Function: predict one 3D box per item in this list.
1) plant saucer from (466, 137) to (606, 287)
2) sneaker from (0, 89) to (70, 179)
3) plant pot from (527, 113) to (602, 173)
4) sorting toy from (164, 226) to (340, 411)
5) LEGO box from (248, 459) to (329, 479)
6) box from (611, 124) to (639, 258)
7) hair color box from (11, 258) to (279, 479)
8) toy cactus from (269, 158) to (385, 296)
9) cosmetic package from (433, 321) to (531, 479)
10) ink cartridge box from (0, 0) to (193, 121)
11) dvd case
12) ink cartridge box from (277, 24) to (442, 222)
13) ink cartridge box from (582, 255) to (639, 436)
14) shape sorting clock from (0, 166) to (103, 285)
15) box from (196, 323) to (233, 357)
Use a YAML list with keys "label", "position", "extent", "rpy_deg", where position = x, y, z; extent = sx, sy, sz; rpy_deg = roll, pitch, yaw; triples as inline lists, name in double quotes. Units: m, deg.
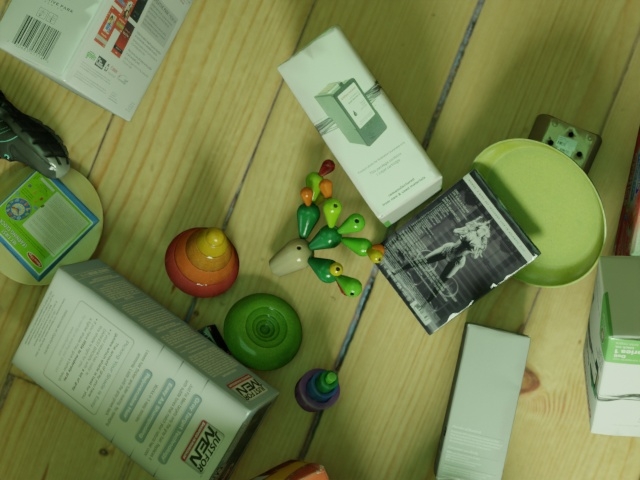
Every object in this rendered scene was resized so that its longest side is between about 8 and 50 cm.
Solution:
- label: "plant saucer"
  position: [0.325, -0.045, 1.519]
  extent: [0.037, 0.241, 0.241]
  rpy_deg: [-31, 81, -40]
- label: "sneaker"
  position: [-0.522, -0.173, 1.663]
  extent: [0.267, 0.101, 0.106]
  rpy_deg: [39, 102, 15]
- label: "plant pot"
  position: [0.368, -0.133, 1.552]
  extent: [0.109, 0.096, 0.109]
  rpy_deg: [24, 90, 7]
- label: "sorting toy"
  position: [-0.092, 0.105, 1.554]
  extent: [0.127, 0.126, 0.365]
  rpy_deg: [-38, 82, -27]
- label: "LEGO box"
  position: [-0.161, 0.574, 1.358]
  extent: [0.500, 0.193, 0.372]
  rpy_deg: [-24, 87, -18]
- label: "box"
  position: [0.543, -0.102, 1.503]
  extent: [0.142, 0.154, 0.299]
  rpy_deg: [13, 87, 7]
- label: "hair color box"
  position: [-0.271, 0.209, 1.549]
  extent: [0.374, 0.114, 0.185]
  rpy_deg: [35, 107, 15]
- label: "toy cactus"
  position: [0.000, 0.000, 1.588]
  extent: [0.181, 0.112, 0.219]
  rpy_deg: [-30, 77, 28]
- label: "cosmetic package"
  position: [0.243, 0.246, 1.528]
  extent: [0.107, 0.127, 0.237]
  rpy_deg: [9, 86, 6]
- label: "ink cartridge box"
  position: [-0.323, -0.352, 1.534]
  extent: [0.130, 0.309, 0.271]
  rpy_deg: [28, 89, 7]
- label: "dvd case"
  position: [0.204, 0.020, 1.565]
  extent: [0.221, 0.018, 0.164]
  rpy_deg: [-40, 83, 23]
- label: "ink cartridge box"
  position: [0.065, -0.167, 1.536]
  extent: [0.115, 0.198, 0.272]
  rpy_deg: [-34, 83, 4]
- label: "ink cartridge box"
  position: [0.435, 0.154, 1.444]
  extent: [0.093, 0.219, 0.160]
  rpy_deg: [2, 43, 7]
- label: "shape sorting clock"
  position: [-0.455, -0.027, 1.662]
  extent: [0.206, 0.040, 0.206]
  rpy_deg: [-1, 75, 5]
- label: "box"
  position: [-0.176, 0.182, 1.608]
  extent: [0.052, 0.062, 0.083]
  rpy_deg: [-30, 84, 5]
